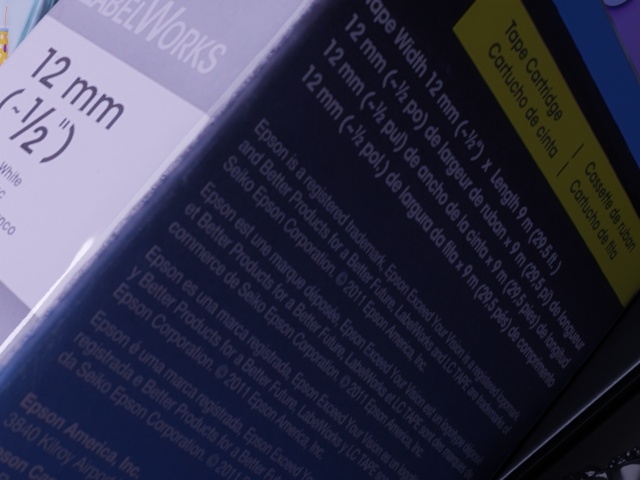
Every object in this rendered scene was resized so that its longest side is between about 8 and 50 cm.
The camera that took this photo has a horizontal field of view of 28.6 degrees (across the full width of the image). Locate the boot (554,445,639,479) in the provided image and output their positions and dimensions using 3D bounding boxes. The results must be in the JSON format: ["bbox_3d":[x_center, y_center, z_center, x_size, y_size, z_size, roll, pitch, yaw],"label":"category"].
[{"bbox_3d":[0.102,0.136,0.465,0.121,0.045,0.099,-22,54,9],"label":"boot"}]

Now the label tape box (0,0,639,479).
[{"bbox_3d":[0.000,0.000,0.478,0.115,0.249,0.348,32,80,41],"label":"label tape box"}]

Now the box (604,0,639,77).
[{"bbox_3d":[0.060,-0.207,0.599,0.117,0.213,0.243,-42,48,0],"label":"box"}]

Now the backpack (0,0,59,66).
[{"bbox_3d":[-0.114,-0.133,0.605,0.166,0.144,0.188,-41,43,48],"label":"backpack"}]
